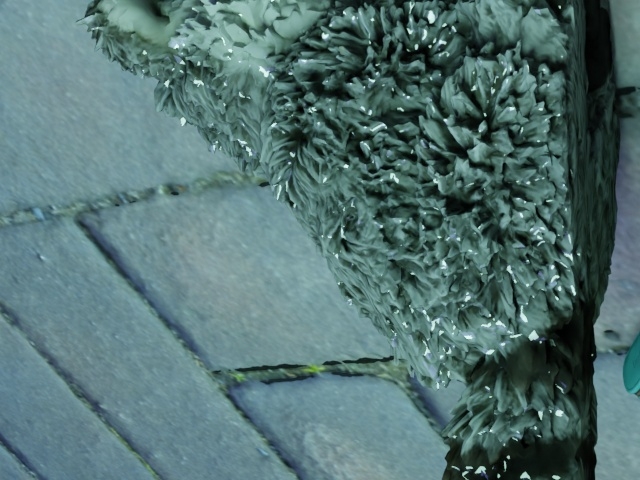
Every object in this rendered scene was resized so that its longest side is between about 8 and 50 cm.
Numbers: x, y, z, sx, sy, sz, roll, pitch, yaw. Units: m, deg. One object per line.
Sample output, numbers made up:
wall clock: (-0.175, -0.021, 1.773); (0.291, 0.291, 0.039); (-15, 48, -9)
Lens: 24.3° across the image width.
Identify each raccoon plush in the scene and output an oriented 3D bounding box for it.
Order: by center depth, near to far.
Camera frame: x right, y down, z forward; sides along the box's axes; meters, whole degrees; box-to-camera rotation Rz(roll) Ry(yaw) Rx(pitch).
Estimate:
raccoon plush: (0.000, 0.000, 0.830); (0.299, 0.446, 0.216); (0, 149, 19)

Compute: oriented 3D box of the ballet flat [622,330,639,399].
ballet flat: (0.258, 0.046, 0.995); (0.070, 0.070, 0.188); (25, 146, 8)
